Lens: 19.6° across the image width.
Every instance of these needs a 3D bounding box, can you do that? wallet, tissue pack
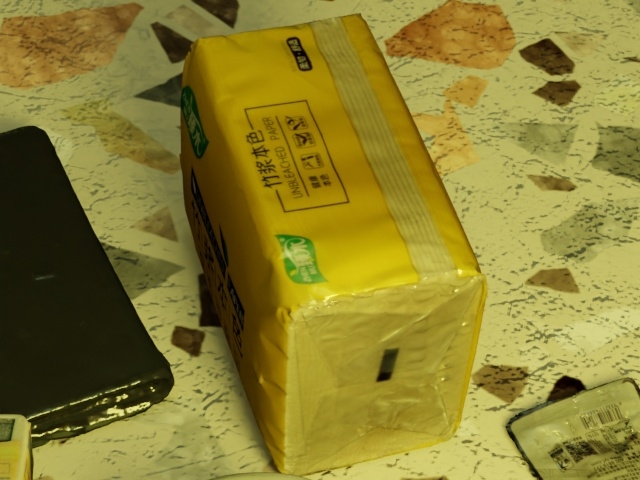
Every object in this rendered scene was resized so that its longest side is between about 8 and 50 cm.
[{"bbox_3d":[-0.335,0.044,1.992,0.228,0.062,0.406,-18,51,-18],"label":"wallet"},{"bbox_3d":[0.000,0.000,1.897,0.228,0.293,0.382,-11,50,-12],"label":"tissue pack"}]

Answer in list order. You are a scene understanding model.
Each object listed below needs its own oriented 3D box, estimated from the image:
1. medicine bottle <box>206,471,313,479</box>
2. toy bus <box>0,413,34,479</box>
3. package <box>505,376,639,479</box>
[{"bbox_3d":[-0.048,0.392,1.603,0.208,0.208,0.339,-4,49,-7],"label":"medicine bottle"},{"bbox_3d":[-0.447,0.225,1.764,0.343,0.097,0.138,3,43,-1],"label":"toy bus"},{"bbox_3d":[0.304,0.250,1.870,0.154,0.030,0.239,-15,51,-17],"label":"package"}]
